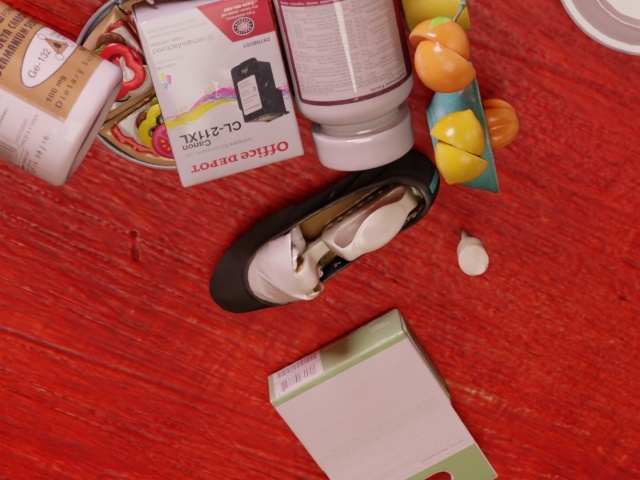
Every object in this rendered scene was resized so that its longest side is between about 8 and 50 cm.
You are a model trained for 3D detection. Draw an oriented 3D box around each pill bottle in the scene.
[{"bbox_3d":[0.023,-0.187,1.445,0.121,0.121,0.221,-13,117,1],"label":"pill bottle"},{"bbox_3d":[-0.315,-0.159,1.413,0.229,0.131,0.131,28,111,-5],"label":"pill bottle"}]

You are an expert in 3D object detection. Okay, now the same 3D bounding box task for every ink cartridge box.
[{"bbox_3d":[-0.097,-0.154,1.442,0.127,0.072,0.175,-16,117,-4],"label":"ink cartridge box"},{"bbox_3d":[0.072,0.210,1.685,0.171,0.056,0.235,-29,119,9],"label":"ink cartridge box"}]

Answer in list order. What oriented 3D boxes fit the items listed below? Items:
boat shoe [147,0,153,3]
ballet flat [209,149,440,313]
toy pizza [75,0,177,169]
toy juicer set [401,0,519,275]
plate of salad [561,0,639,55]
[{"bbox_3d":[-0.225,-0.300,1.384,0.285,0.104,0.089,28,115,-7],"label":"boat shoe"},{"bbox_3d":[0.000,0.000,1.550,0.280,0.096,0.095,-35,115,12],"label":"ballet flat"},{"bbox_3d":[-0.149,-0.159,1.492,0.201,0.032,0.201,-2,116,-4],"label":"toy pizza"},{"bbox_3d":[0.155,-0.093,1.456,0.090,0.209,0.329,-12,117,5],"label":"toy juicer set"},{"bbox_3d":[0.327,-0.281,1.470,0.200,0.048,0.199,1,108,2],"label":"plate of salad"}]
